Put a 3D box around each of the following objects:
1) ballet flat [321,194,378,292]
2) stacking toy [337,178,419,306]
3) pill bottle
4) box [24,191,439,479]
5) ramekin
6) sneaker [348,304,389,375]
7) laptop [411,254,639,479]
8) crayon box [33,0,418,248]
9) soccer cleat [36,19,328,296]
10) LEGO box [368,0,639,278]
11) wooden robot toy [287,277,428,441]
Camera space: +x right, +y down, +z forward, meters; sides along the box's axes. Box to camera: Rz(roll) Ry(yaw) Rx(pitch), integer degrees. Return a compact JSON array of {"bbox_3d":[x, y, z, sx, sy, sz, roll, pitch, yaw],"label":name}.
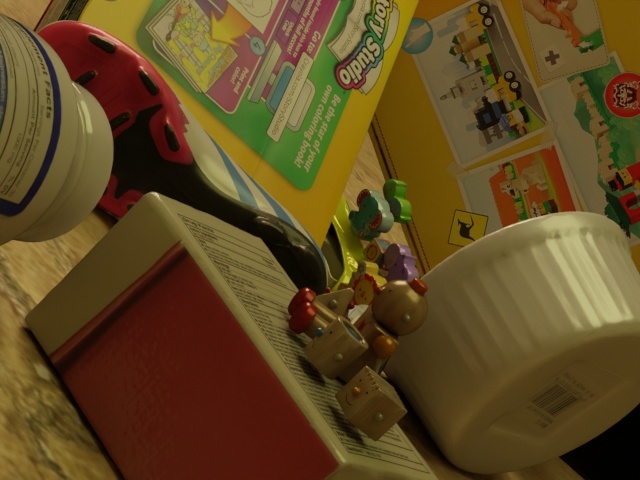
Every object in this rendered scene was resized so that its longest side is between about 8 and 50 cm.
[{"bbox_3d":[0.000,0.000,1.786,0.077,0.077,0.231,18,28,-33],"label":"ballet flat"},{"bbox_3d":[0.066,-0.001,1.732,0.167,0.052,0.221,11,39,-41],"label":"stacking toy"},{"bbox_3d":[-0.238,-0.074,0.990,0.152,0.152,0.272,51,12,22],"label":"pill bottle"},{"bbox_3d":[-0.057,0.104,1.088,0.232,0.127,0.148,52,13,28],"label":"box"},{"bbox_3d":[0.207,0.110,1.664,0.277,0.277,0.135,29,28,-54],"label":"ramekin"},{"bbox_3d":[0.017,0.079,1.539,0.083,0.071,0.190,33,-1,-6],"label":"sneaker"},{"bbox_3d":[0.384,0.072,2.112,0.408,0.382,0.236,53,13,31],"label":"laptop"},{"bbox_3d":[-0.082,-0.202,1.620,0.313,0.106,0.363,42,51,-26],"label":"crayon box"},{"bbox_3d":[-0.130,-0.048,1.439,0.331,0.116,0.143,46,-4,-11],"label":"soccer cleat"},{"bbox_3d":[0.276,-0.089,1.922,0.193,0.372,0.500,11,59,-71],"label":"LEGO box"},{"bbox_3d":[0.031,0.050,1.065,0.076,0.079,0.173,44,11,-16],"label":"wooden robot toy"}]
